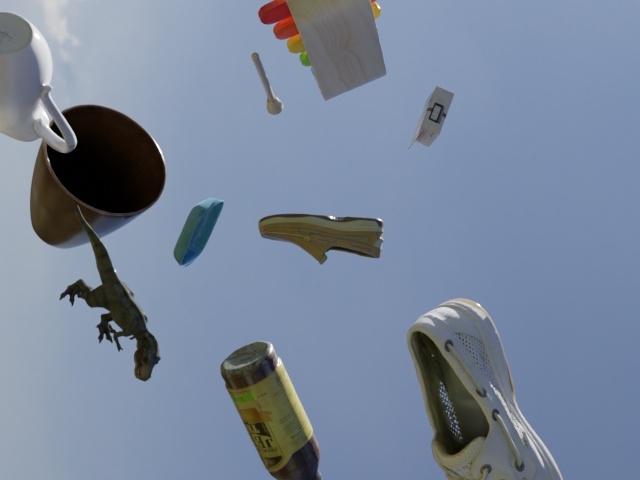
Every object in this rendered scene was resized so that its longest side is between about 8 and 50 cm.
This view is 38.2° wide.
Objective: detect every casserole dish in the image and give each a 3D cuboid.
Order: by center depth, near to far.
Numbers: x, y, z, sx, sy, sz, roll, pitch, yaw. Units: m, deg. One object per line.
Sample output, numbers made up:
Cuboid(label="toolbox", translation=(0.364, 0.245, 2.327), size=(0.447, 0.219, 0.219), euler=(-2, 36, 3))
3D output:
Cuboid(label="casserole dish", translation=(-0.279, -0.023, 2.082), size=(0.037, 0.114, 0.188), euler=(33, -60, 11))

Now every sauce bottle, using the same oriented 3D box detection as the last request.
Cuboid(label="sauce bottle", translation=(-0.067, 0.352, 1.666), size=(0.111, 0.111, 0.344), euler=(8, -55, 63))

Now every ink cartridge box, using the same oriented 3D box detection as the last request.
Cuboid(label="ink cartridge box", translation=(0.149, -0.160, 1.251), size=(0.048, 0.028, 0.083), euler=(124, -11, -70))

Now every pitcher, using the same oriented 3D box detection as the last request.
Cuboid(label="pitcher", translation=(-0.446, -0.229, 1.395), size=(0.125, 0.177, 0.207), euler=(-57, 172, -33))

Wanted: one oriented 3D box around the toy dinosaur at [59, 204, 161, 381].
Cuboid(label="toy dinosaur", translation=(-0.315, 0.088, 1.357), size=(0.118, 0.064, 0.268), euler=(-33, -97, 40))

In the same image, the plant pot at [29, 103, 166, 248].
Cuboid(label="plant pot", translation=(-0.417, -0.085, 1.613), size=(0.230, 0.215, 0.215), euler=(-39, -123, 45))

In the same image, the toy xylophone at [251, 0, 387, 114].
Cuboid(label="toy xylophone", translation=(0.000, -0.313, 1.458), size=(0.323, 0.236, 0.081), euler=(83, -14, -68))

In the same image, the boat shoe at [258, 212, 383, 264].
Cuboid(label="boat shoe", translation=(0.000, 0.000, 1.385), size=(0.068, 0.190, 0.072), euler=(77, 15, -83))

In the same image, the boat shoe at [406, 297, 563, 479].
Cuboid(label="boat shoe", translation=(0.149, 0.198, 0.884), size=(0.098, 0.096, 0.277), euler=(-29, -98, 44))
